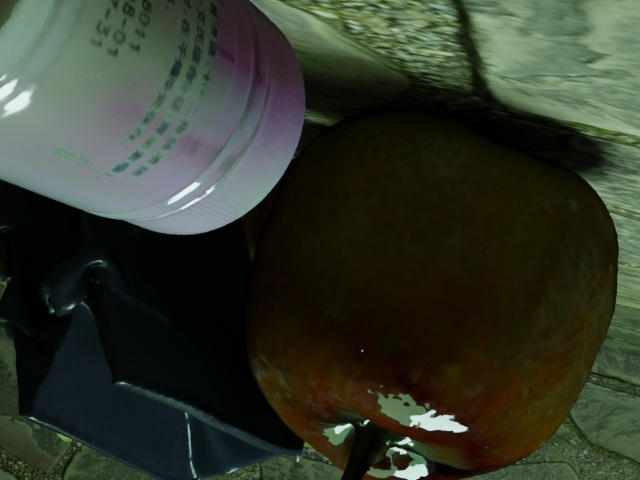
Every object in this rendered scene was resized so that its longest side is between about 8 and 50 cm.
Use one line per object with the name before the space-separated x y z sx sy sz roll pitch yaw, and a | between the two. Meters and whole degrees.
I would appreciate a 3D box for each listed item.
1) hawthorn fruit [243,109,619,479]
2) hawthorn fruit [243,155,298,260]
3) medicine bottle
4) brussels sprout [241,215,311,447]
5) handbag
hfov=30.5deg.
hawthorn fruit | 0.067 0.059 0.868 0.267 0.301 0.268 25 162 9
hawthorn fruit | 0.000 0.000 1.133 0.199 0.200 0.251 19 -173 -31
medicine bottle | -0.122 -0.097 0.582 0.152 0.152 0.254 13 174 25
brussels sprout | 0.021 0.077 1.341 0.328 0.328 0.247 13 150 27
handbag | -0.147 0.018 0.895 0.121 0.303 0.329 -21 154 11
